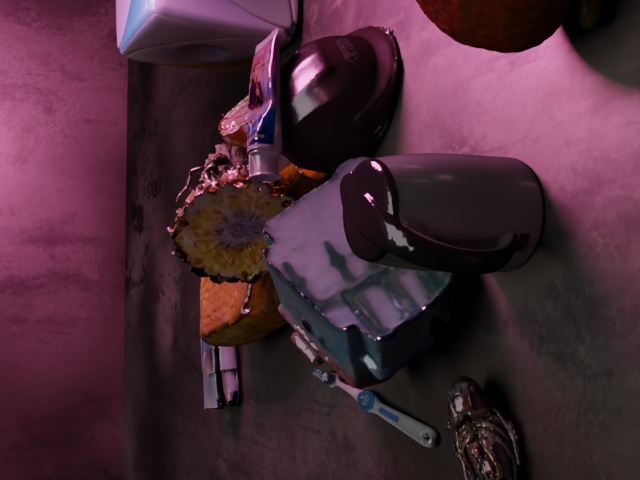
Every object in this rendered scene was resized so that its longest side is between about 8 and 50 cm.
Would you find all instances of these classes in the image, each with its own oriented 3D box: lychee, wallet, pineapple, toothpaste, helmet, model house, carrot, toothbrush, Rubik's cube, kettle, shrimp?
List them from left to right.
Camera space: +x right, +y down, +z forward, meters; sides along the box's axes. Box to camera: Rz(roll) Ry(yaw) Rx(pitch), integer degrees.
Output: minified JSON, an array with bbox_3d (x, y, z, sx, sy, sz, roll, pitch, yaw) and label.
[{"bbox_3d":[-0.266,-0.597,1.829,0.352,0.348,0.351,-2,86,64],"label":"Rubik's cube"},{"bbox_3d":[-0.269,0.311,2.091,0.176,0.075,0.250,152,115,-64],"label":"wallet"},{"bbox_3d":[-0.170,-0.085,1.598,0.271,0.263,0.262,-101,26,-52],"label":"pineapple"},{"bbox_3d":[-0.098,-0.237,1.419,0.096,0.061,0.266,-18,69,57],"label":"toothpaste"},{"bbox_3d":[-0.044,-0.126,1.653,0.173,0.082,0.082,138,128,-57],"label":"carrot"},{"bbox_3d":[0.002,-0.259,1.465,0.225,0.177,0.305,-112,33,-42],"label":"helmet"},{"bbox_3d":[0.067,0.101,1.306,0.295,0.252,0.329,43,153,29],"label":"model house"},{"bbox_3d":[0.092,0.287,1.414,0.386,0.040,0.040,17,104,59],"label":"toothbrush"},{"bbox_3d":[0.163,-0.025,1.046,0.221,0.237,0.161,55,135,51],"label":"kettle"},{"bbox_3d":[0.230,0.291,1.081,0.090,0.079,0.232,-26,61,19],"label":"shrimp"},{"bbox_3d":[0.234,-0.349,0.950,0.255,0.300,0.255,19,-90,-88],"label":"lychee"}]

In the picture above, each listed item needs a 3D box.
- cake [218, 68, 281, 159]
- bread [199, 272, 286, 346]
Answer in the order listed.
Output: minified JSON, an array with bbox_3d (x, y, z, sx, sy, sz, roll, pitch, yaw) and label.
[{"bbox_3d":[-0.133,-0.289,1.823,0.287,0.135,0.098,-49,31,40],"label":"cake"},{"bbox_3d":[-0.160,0.059,1.808,0.337,0.148,0.327,-36,52,54],"label":"bread"}]
